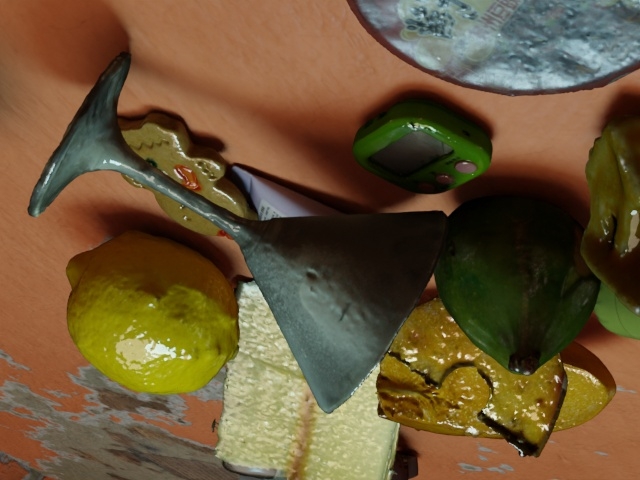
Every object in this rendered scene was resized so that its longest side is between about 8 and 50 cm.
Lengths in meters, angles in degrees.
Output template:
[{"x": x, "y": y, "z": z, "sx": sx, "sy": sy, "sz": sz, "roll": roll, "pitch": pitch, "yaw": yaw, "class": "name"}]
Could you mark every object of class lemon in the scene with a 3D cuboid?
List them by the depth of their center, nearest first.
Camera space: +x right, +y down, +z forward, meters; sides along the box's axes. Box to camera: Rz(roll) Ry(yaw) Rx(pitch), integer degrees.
[{"x": -0.246, "y": 0.107, "z": 1.601, "sx": 0.288, "sy": 0.233, "sz": 0.233, "roll": 34, "pitch": 150, "yaw": -18, "class": "lemon"}]

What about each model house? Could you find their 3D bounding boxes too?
[{"x": 0.365, "y": -0.043, "z": 1.012, "sx": 0.268, "sy": 0.173, "sz": 0.239, "roll": 11, "pitch": 121, "yaw": 28, "class": "model house"}]

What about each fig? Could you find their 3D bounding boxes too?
[{"x": 0.217, "y": 0.062, "z": 1.235, "sx": 0.195, "sy": 0.245, "sz": 0.195, "roll": 8, "pitch": 141, "yaw": 6, "class": "fig"}]

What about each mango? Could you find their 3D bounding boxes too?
[{"x": 0.238, "y": 0.190, "z": 1.539, "sx": 0.350, "sy": 0.199, "sz": 0.201, "roll": -2, "pitch": 132, "yaw": 20, "class": "mango"}]

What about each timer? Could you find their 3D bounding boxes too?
[{"x": 0.110, "y": -0.101, "z": 1.182, "sx": 0.128, "sy": 0.047, "sz": 0.140, "roll": 25, "pitch": 153, "yaw": -23, "class": "timer"}]

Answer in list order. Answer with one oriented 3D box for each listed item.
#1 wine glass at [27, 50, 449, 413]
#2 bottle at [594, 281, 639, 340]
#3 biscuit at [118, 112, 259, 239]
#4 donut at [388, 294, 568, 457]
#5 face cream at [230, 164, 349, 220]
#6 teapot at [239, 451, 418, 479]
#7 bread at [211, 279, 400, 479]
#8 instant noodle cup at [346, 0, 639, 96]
[{"x": -0.096, "y": -0.015, "z": 1.204, "sx": 0.406, "sy": 0.267, "sz": 0.267, "roll": 30, "pitch": 152, "yaw": -9, "class": "wine glass"}, {"x": 0.421, "y": 0.066, "z": 1.194, "sx": 0.112, "sy": 0.112, "sz": 0.260, "roll": 30, "pitch": 169, "yaw": -28, "class": "bottle"}, {"x": -0.175, "y": -0.072, "z": 1.376, "sx": 0.166, "sy": 0.036, "sz": 0.225, "roll": -3, "pitch": 140, "yaw": 34, "class": "biscuit"}, {"x": 0.218, "y": 0.144, "z": 1.396, "sx": 0.259, "sy": 0.152, "sz": 0.101, "roll": 38, "pitch": -166, "yaw": -1, "class": "donut"}, {"x": 0.000, "y": 0.000, "z": 1.419, "sx": 0.274, "sy": 0.096, "sz": 0.154, "roll": 28, "pitch": 158, "yaw": 5, "class": "face cream"}, {"x": 0.043, "y": 0.478, "z": 2.232, "sx": 0.312, "sy": 0.233, "sz": 0.315, "roll": -4, "pitch": 178, "yaw": 26, "class": "teapot"}, {"x": -0.009, "y": 0.273, "z": 1.819, "sx": 0.346, "sy": 0.242, "sz": 0.405, "roll": 13, "pitch": 158, "yaw": -1, "class": "bread"}, {"x": 0.153, "y": -0.227, "z": 0.851, "sx": 0.274, "sy": 0.090, "sz": 0.274, "roll": 12, "pitch": 155, "yaw": 6, "class": "instant noodle cup"}]
